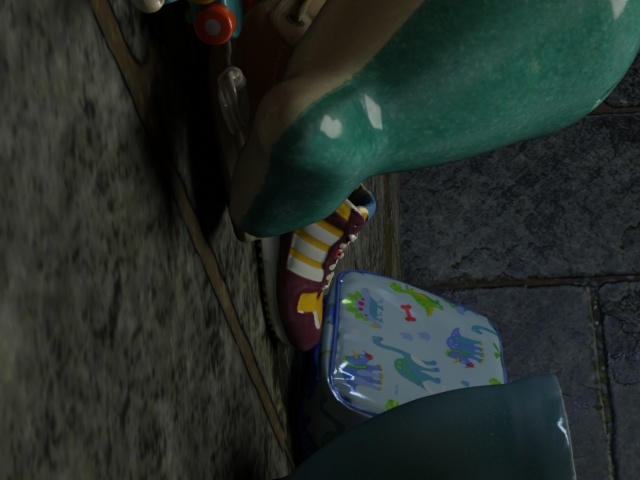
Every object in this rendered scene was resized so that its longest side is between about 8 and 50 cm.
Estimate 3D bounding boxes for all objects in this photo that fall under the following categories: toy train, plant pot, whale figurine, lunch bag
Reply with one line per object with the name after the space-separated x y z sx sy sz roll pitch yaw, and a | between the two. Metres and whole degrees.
-0.069 -0.120 0.525 0.166 0.046 0.125 68 23 -64 | toy train
0.052 0.230 0.725 0.293 0.196 0.293 -3 90 -84 | plant pot
0.070 -0.091 0.622 0.272 0.141 0.216 -47 174 -32 | whale figurine
0.070 0.122 1.044 0.219 0.176 0.090 -86 -163 -60 | lunch bag

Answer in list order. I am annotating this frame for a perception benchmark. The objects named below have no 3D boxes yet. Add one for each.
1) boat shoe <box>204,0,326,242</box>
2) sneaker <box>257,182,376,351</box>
-0.009 -0.107 0.771 0.302 0.098 0.109 -83 168 -57 | boat shoe
0.000 0.000 0.865 0.069 0.083 0.185 -82 167 -59 | sneaker
